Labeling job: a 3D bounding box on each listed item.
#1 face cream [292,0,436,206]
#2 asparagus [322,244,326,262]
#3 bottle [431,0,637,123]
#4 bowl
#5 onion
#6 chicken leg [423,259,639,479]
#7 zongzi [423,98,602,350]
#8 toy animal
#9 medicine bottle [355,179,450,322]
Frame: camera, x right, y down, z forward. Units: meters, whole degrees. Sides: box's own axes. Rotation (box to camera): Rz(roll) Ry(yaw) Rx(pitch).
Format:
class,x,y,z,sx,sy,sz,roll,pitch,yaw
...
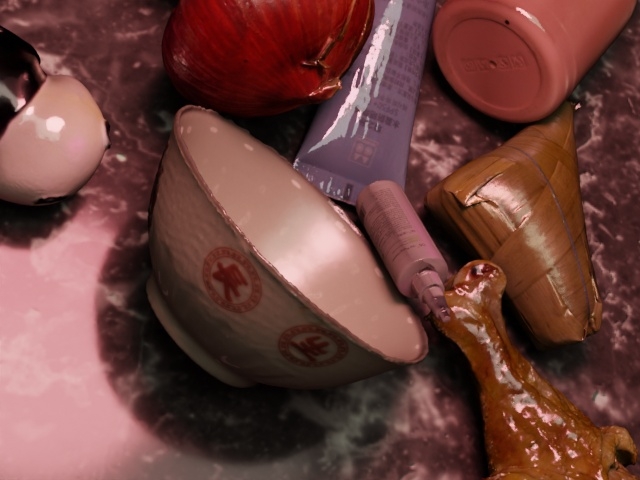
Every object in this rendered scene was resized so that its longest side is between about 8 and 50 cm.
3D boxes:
class,x,y,z,sx,sy,sz,roll,pitch,yaw
face cream,0.071,-0.218,1.747,0.135,0.086,0.385,20,72,-17
asparagus,0.000,0.000,1.677,0.015,0.014,0.114,-14,75,-5
bottle,0.258,-0.292,1.784,0.206,0.173,0.297,42,57,2
bowl,-0.067,0.039,1.530,0.157,0.337,0.337,-43,86,14
onion,-0.051,-0.208,1.612,0.248,0.248,0.161,-5,81,-20
chicken leg,0.210,0.212,1.597,0.361,0.140,0.211,48,42,4
zongzi,0.264,-0.021,1.732,0.256,0.115,0.228,-36,90,-38
toy animal,-0.307,-0.108,1.560,0.179,0.138,0.166,36,83,-11
medicine bottle,0.094,0.017,1.614,0.057,0.058,0.199,-5,39,-20
